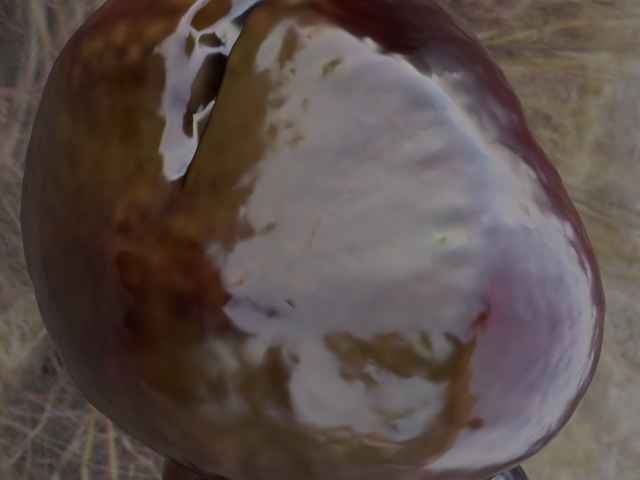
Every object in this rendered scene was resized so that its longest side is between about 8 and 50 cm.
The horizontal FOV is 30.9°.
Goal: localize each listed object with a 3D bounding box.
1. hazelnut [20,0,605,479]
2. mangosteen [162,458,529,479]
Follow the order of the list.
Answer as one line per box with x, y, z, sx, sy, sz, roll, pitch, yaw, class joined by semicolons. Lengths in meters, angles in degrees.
0.000;0.000;0.392;0.178;0.204;0.178;-42;147;-36;hazelnut
0.013;0.247;0.751;0.300;0.300;0.300;-18;119;-36;mangosteen
